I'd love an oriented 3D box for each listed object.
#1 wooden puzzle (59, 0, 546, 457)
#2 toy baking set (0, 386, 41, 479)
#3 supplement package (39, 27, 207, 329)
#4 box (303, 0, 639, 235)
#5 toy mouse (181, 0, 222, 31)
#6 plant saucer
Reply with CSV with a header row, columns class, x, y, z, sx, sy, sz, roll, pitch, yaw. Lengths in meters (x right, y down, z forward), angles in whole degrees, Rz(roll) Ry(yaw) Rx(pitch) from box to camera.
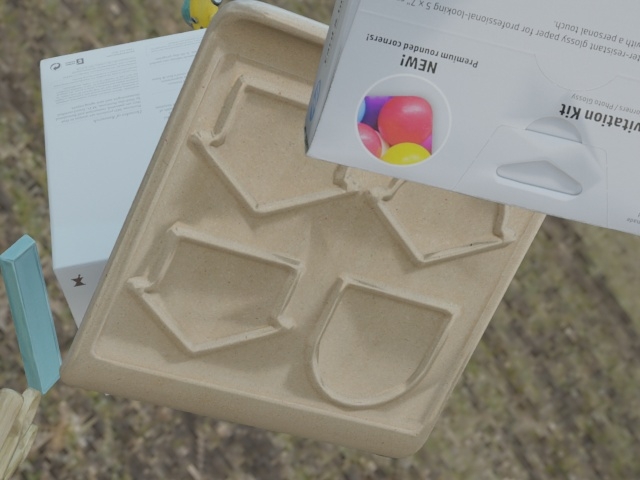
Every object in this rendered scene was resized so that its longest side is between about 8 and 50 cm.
class,x,y,z,sx,sy,sz,roll,pitch,yaw
wooden puzzle,0.000,0.000,1.152,0.322,0.348,0.080,17,25,-25
toy baking set,-0.226,0.207,0.951,0.030,0.256,0.197,22,8,2
supplement package,-0.139,-0.031,1.383,0.198,0.199,0.262,80,-2,-50
box,0.087,-0.099,0.437,0.145,0.186,0.038,13,18,-6
toy mouse,-0.136,-0.223,1.565,0.031,0.161,0.143,16,-9,-12
plant saucer,-0.339,0.092,1.747,0.067,0.018,0.192,-54,140,-59
